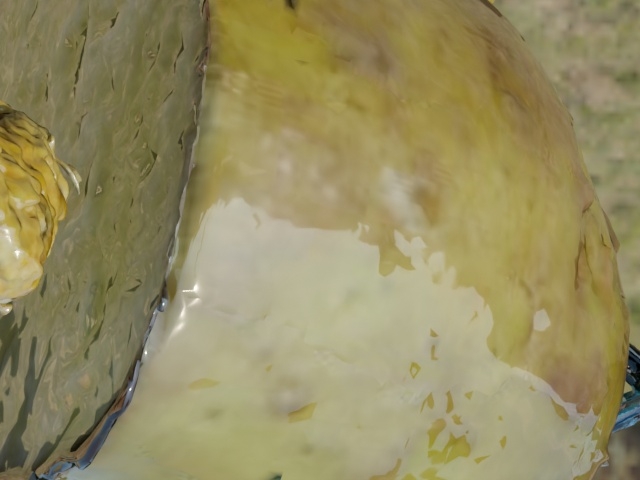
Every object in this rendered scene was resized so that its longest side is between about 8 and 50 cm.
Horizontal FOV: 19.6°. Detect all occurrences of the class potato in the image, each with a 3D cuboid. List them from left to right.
[{"bbox_3d":[0.000,0.000,0.688,0.237,0.289,0.301,13,-177,-26],"label":"potato"}]

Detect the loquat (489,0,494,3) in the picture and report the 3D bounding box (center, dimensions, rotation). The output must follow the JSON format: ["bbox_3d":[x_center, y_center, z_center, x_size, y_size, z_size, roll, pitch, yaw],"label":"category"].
[{"bbox_3d":[0.004,-0.168,0.948,0.176,0.234,0.187,1,173,20],"label":"loquat"}]

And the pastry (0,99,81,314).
[{"bbox_3d":[-0.126,-0.005,0.407,0.140,0.056,0.080,-11,-156,5],"label":"pastry"}]

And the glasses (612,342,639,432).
[{"bbox_3d":[0.120,0.066,1.160,0.207,0.102,0.239,41,-155,27],"label":"glasses"}]
